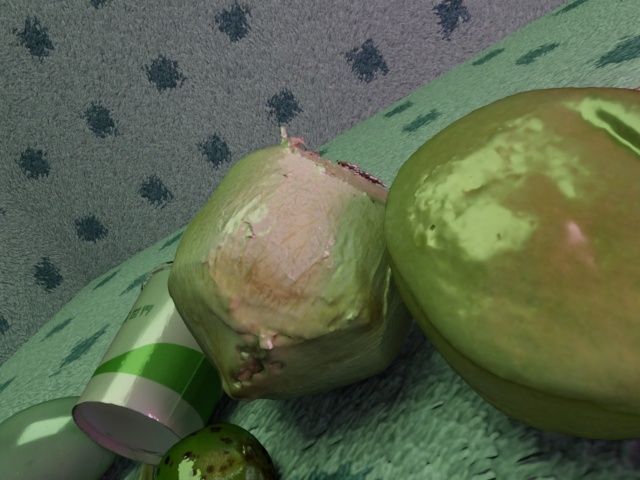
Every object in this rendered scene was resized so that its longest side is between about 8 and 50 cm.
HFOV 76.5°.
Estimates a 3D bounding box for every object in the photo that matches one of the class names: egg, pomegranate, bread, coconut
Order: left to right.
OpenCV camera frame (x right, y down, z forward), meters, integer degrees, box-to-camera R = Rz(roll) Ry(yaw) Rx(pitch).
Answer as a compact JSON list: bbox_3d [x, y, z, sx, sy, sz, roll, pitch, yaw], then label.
[{"bbox_3d":[-0.467,0.370,0.703,0.264,0.182,0.183,-28,20,-1],"label":"egg"},{"bbox_3d":[-0.144,0.296,0.489,0.169,0.122,0.143,-27,24,12],"label":"pomegranate"},{"bbox_3d":[-0.030,0.056,0.586,0.347,0.346,0.360,-15,47,39],"label":"coconut"},{"bbox_3d":[0.227,0.014,0.391,0.321,0.237,0.320,-18,49,22],"label":"bread"}]

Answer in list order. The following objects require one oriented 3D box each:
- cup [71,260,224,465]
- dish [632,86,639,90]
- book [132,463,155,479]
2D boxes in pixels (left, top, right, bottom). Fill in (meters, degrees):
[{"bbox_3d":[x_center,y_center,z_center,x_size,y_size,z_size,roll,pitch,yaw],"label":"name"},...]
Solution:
[{"bbox_3d":[-0.258,0.211,0.707,0.253,0.253,0.273,-22,29,27],"label":"cup"},{"bbox_3d":[0.536,-0.157,0.563,0.261,0.085,0.260,-16,27,9],"label":"dish"},{"bbox_3d":[-0.236,0.412,0.387,0.216,0.021,0.310,-56,21,1],"label":"book"}]
